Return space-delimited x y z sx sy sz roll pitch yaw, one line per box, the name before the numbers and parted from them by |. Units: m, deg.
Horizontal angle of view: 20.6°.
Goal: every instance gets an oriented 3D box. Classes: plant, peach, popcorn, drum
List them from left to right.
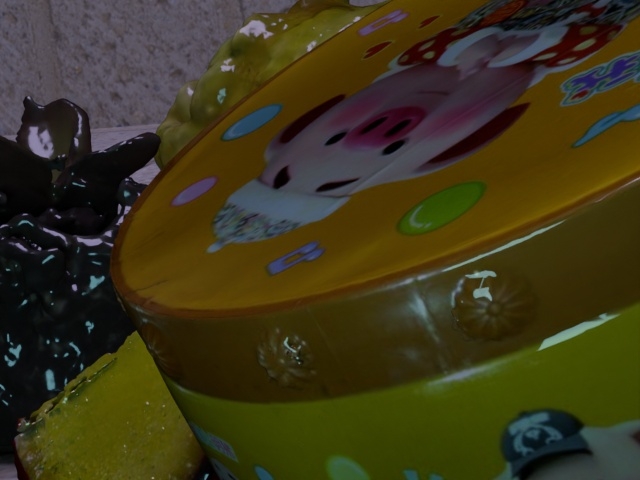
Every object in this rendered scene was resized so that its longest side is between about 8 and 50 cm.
plant | -0.177 0.022 1.195 0.178 0.234 0.204 1 7 11
peach | -0.077 0.100 0.922 0.127 0.172 0.092 30 -5 38
popcorn | 0.040 -0.097 1.690 0.292 0.294 0.334 -41 -39 26
drum | 0.135 0.001 0.762 0.431 0.214 0.431 -27 17 9
